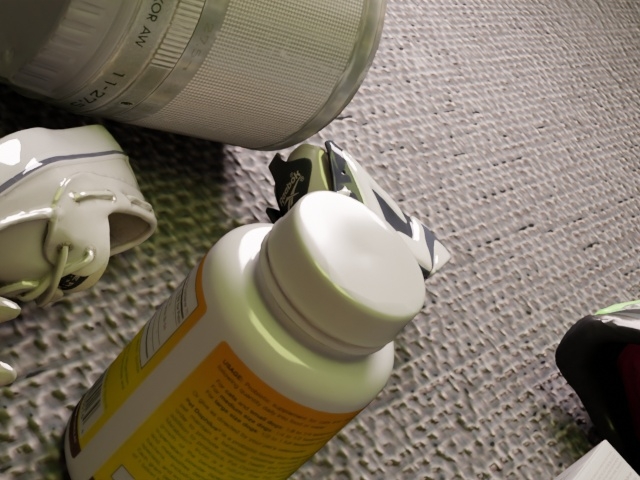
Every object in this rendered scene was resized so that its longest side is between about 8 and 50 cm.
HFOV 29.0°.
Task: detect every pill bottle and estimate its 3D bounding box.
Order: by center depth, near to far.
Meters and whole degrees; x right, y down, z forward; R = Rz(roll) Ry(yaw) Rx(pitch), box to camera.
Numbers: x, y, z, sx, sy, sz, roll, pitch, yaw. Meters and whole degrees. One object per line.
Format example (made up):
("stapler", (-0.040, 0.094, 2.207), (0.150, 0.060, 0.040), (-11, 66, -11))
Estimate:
("pill bottle", (-0.041, 0.072, 0.674), (0.117, 0.215, 0.117), (29, 34, -22))

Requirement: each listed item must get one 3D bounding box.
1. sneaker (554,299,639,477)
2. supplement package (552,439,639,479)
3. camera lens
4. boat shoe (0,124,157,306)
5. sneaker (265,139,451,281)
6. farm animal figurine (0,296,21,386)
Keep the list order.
("sneaker", (0.326, 0.239, 0.958), (0.202, 0.185, 0.483), (7, 37, -32))
("supplement package", (0.207, 0.250, 0.848), (0.179, 0.105, 0.105), (48, 31, 9))
("camera lens", (-0.104, -0.190, 0.913), (0.274, 0.219, 0.219), (9, 45, -43))
("boat shoe", (-0.166, -0.005, 0.726), (0.088, 0.096, 0.267), (51, 11, 0))
("sneaker", (0.000, 0.000, 0.927), (0.153, 0.094, 0.235), (46, 31, 7))
("farm animal figurine", (-0.217, 0.059, 0.484), (0.172, 0.330, 0.327), (8, 16, -27))
